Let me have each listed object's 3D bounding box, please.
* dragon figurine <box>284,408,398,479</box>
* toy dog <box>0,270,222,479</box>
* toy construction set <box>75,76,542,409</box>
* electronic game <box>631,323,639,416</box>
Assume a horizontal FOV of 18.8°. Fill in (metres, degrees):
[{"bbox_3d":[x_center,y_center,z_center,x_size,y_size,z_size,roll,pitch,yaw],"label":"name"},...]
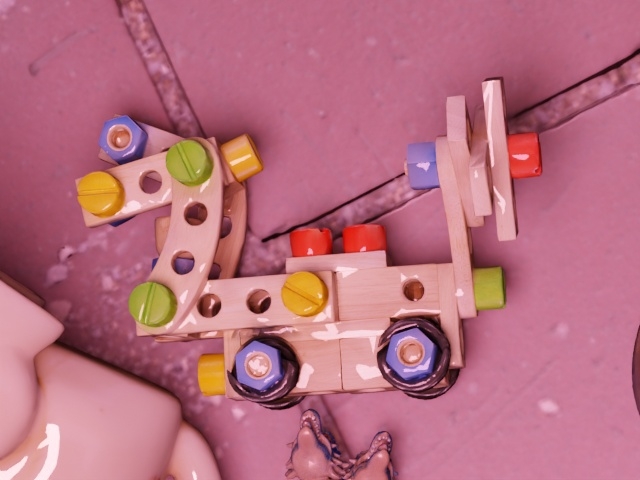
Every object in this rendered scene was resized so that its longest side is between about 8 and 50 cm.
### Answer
[{"bbox_3d":[0.002,0.261,1.266,0.085,0.144,0.289,5,102,13],"label":"dragon figurine"},{"bbox_3d":[-0.303,0.205,1.275,0.395,0.284,0.408,38,85,-20],"label":"toy dog"},{"bbox_3d":[0.000,0.000,1.285,0.328,0.151,0.215,-8,79,24],"label":"toy construction set"},{"bbox_3d":[0.302,0.064,1.196,0.229,0.048,0.229,-18,48,22],"label":"electronic game"}]
